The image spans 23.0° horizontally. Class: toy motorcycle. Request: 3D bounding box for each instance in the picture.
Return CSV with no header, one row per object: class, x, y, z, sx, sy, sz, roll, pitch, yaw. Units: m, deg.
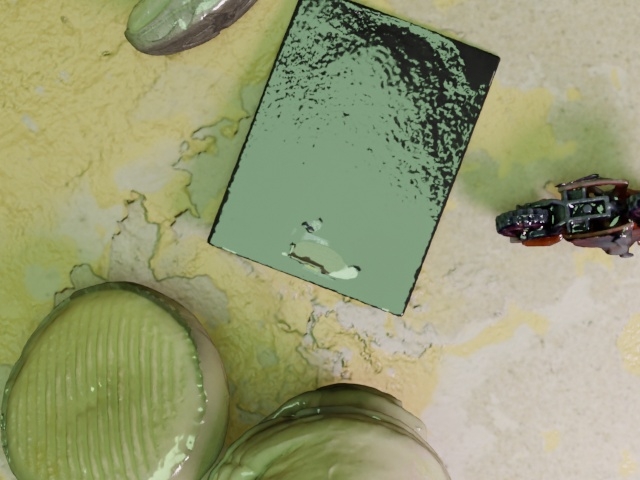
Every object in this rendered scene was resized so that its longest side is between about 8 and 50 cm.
toy motorcycle,0.308,-0.023,1.782,0.213,0.118,0.084,-8,77,15

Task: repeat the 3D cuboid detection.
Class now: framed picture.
framed picture,0.038,-0.104,1.808,0.244,0.013,0.323,21,87,1

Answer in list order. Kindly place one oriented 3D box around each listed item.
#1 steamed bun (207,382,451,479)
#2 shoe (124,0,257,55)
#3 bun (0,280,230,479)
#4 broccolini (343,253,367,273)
steamed bun,0.008,0.265,1.722,0.320,0.275,0.206,-13,86,43
shoe,-0.125,-0.373,1.765,0.210,0.132,0.342,44,91,3
bun,-0.220,0.192,1.770,0.287,0.146,0.287,-11,61,22
broccolini,0.000,0.000,1.826,0.140,0.035,0.030,37,91,1
